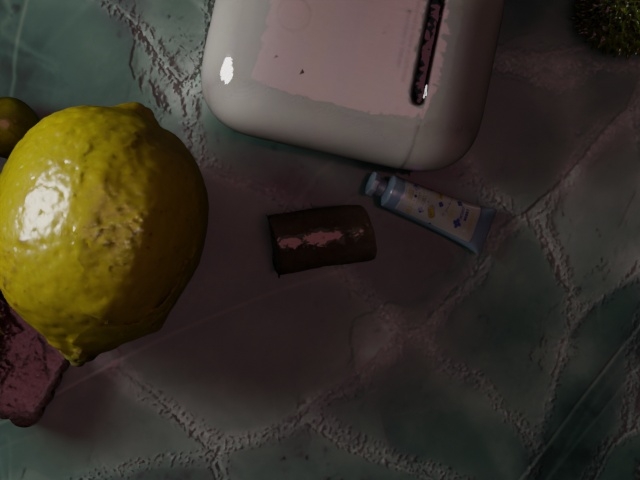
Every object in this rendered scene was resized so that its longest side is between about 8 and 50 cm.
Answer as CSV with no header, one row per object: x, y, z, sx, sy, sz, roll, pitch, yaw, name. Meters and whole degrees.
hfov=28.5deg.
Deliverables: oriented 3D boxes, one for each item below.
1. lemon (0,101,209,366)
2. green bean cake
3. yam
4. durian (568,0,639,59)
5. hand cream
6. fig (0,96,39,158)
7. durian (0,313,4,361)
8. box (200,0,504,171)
-0.255,-0.011,1.436,0.253,0.253,0.310,14,88,-9,lemon
-0.374,0.142,1.521,0.136,0.056,0.135,28,87,-9,green bean cake
-0.001,-0.003,1.562,0.127,0.084,0.084,-10,93,-10,yam
0.415,-0.302,1.577,0.221,0.095,0.137,-19,88,25,durian
0.139,-0.041,1.598,0.171,0.043,0.065,22,85,-10,hand cream
-0.368,-0.129,1.508,0.088,0.074,0.074,38,86,-24,fig
-0.484,0.055,1.448,0.306,0.166,0.172,32,64,11,durian
0.041,-0.246,1.528,0.349,0.141,0.288,11,89,-9,box
